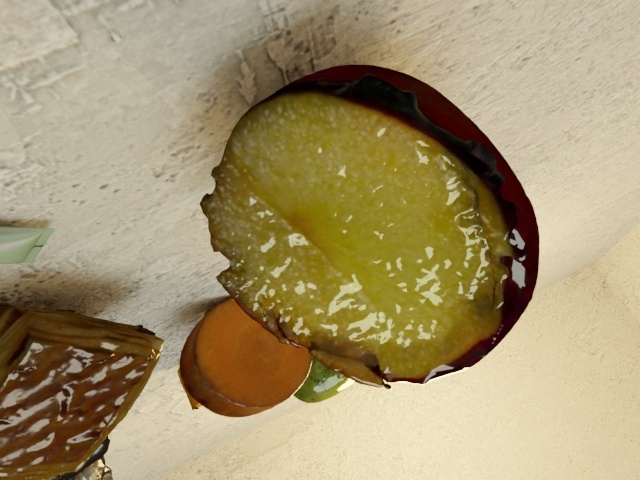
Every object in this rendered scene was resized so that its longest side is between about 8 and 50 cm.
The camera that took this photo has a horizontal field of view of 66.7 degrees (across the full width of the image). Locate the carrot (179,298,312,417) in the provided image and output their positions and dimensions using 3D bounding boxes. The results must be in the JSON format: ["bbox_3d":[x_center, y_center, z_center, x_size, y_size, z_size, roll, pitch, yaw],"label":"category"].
[{"bbox_3d":[-0.153,0.254,1.083,0.307,0.258,0.100,0,163,-39],"label":"carrot"}]

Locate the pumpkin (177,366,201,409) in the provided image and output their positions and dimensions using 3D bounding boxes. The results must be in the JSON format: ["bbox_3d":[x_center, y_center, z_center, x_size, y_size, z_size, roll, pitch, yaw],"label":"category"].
[{"bbox_3d":[-0.271,0.309,1.200,0.280,0.139,0.190,-33,159,8],"label":"pumpkin"}]

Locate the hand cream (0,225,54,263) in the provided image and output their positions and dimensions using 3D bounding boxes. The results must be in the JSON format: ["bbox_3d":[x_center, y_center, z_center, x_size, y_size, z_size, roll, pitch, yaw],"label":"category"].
[{"bbox_3d":[-0.424,0.005,0.558,0.078,0.050,0.205,-43,156,27],"label":"hand cream"}]

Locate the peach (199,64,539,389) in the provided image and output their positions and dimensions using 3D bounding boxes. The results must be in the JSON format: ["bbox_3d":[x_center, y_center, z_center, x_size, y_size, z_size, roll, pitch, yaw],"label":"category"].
[{"bbox_3d":[0.066,-0.021,0.609,0.339,0.353,0.416,-35,139,20],"label":"peach"}]

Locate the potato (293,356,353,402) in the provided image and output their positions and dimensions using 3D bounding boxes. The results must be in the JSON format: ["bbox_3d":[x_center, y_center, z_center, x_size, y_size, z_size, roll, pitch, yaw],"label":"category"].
[{"bbox_3d":[0.022,0.395,1.577,0.304,0.216,0.216,-24,156,-3],"label":"potato"}]

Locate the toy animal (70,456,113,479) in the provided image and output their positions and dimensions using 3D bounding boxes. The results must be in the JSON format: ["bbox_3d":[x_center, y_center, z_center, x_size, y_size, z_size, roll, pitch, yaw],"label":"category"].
[{"bbox_3d":[-0.696,0.630,1.336,0.344,0.194,0.303,-23,-175,37],"label":"toy animal"}]

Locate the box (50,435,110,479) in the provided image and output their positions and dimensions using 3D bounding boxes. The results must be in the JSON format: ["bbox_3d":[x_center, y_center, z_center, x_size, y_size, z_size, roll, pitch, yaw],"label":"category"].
[{"bbox_3d":[-0.571,0.363,0.885,0.289,0.073,0.290,-32,122,-24],"label":"box"}]

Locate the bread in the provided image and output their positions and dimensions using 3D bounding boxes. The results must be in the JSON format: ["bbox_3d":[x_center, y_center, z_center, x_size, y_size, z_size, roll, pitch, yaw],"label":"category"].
[{"bbox_3d":[-0.449,0.231,0.773,0.324,0.167,0.277,-52,143,5],"label":"bread"}]
